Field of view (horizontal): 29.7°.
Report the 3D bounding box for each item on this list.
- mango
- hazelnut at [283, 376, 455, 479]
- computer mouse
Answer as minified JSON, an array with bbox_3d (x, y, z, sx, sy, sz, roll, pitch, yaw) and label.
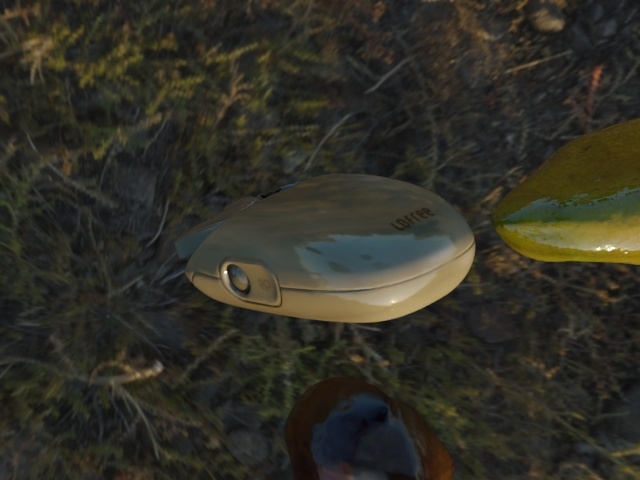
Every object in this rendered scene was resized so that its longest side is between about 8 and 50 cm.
[{"bbox_3d":[0.274,-0.039,1.057,0.316,0.176,0.119,-15,119,-40],"label":"mango"},{"bbox_3d":[0.053,0.240,1.335,0.170,0.160,0.202,-21,103,12],"label":"hazelnut"},{"bbox_3d":[0.000,0.000,0.883,0.145,0.236,0.082,-25,112,-38],"label":"computer mouse"}]
